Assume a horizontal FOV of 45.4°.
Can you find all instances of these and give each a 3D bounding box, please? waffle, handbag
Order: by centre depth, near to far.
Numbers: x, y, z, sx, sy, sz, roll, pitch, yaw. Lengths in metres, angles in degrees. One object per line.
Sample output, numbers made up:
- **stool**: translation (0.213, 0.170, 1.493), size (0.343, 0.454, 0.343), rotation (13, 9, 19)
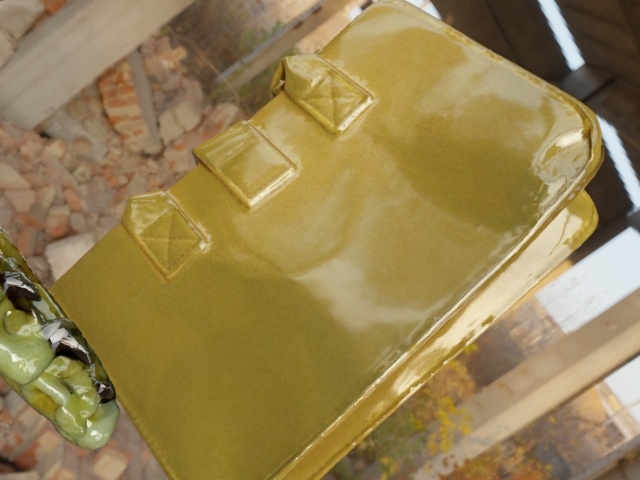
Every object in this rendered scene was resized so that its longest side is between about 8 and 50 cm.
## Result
- **waffle**: translation (-0.182, 0.025, 0.410), size (0.214, 0.054, 0.208), rotation (52, -21, -13)
- **handbag**: translation (0.000, 0.000, 0.620), size (0.283, 0.401, 0.133), rotation (46, -3, 27)
